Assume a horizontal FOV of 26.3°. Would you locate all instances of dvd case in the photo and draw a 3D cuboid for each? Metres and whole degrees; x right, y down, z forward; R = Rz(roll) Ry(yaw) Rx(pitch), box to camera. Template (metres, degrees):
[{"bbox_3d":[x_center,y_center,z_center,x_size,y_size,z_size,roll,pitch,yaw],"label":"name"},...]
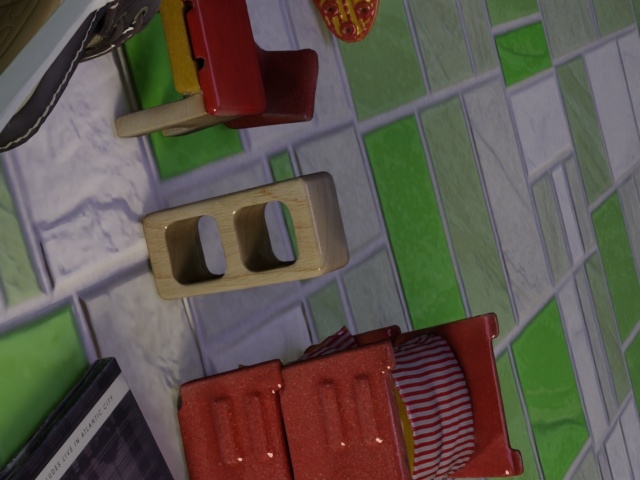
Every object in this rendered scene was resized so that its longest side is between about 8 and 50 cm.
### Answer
[{"bbox_3d":[-0.111,0.200,0.752,0.221,0.018,0.164,68,29,-22],"label":"dvd case"}]

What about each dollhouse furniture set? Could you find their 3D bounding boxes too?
[{"bbox_3d":[0.000,0.000,0.902,0.201,0.152,0.374,-11,90,-64],"label":"dollhouse furniture set"}]

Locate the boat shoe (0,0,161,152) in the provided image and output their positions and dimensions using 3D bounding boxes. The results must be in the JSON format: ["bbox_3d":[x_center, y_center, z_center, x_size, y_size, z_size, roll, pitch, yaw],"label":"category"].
[{"bbox_3d":[-0.133,-0.146,0.758,0.092,0.103,0.285,50,32,-37],"label":"boat shoe"}]

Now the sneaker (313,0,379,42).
[{"bbox_3d":[0.019,-0.254,1.151,0.067,0.064,0.175,-19,100,-74],"label":"sneaker"}]

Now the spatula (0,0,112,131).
[{"bbox_3d":[-0.171,-0.108,0.612,0.242,0.168,0.019,-65,170,-45],"label":"spatula"}]

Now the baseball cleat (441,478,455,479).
[{"bbox_3d":[0.068,0.179,1.085,0.109,0.072,0.206,49,32,-24],"label":"baseball cleat"}]
